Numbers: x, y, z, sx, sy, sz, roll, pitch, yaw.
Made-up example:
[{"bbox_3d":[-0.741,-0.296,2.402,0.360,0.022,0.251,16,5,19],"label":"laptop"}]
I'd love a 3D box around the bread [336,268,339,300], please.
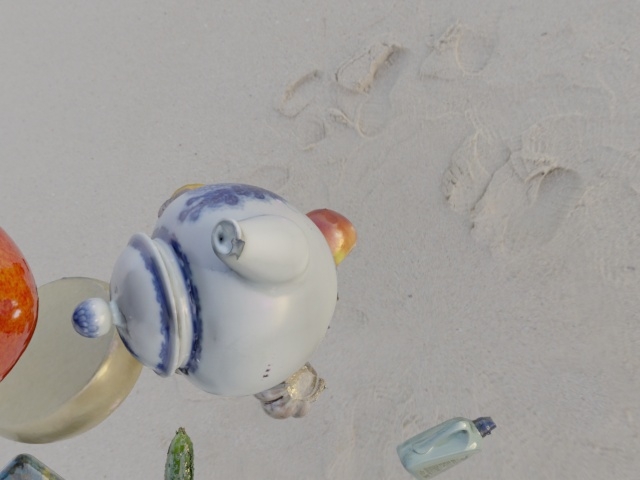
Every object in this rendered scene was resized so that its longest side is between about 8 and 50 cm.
[{"bbox_3d":[-0.055,0.118,1.468,0.247,0.239,0.111,-11,29,-10],"label":"bread"}]

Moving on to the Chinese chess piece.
[{"bbox_3d":[-0.423,0.188,0.701,0.274,0.102,0.273,-6,54,9],"label":"Chinese chess piece"}]

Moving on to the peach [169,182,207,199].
[{"bbox_3d":[-0.448,-0.119,1.532,0.180,0.103,0.179,2,84,-23],"label":"peach"}]

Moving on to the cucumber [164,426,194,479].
[{"bbox_3d":[-0.301,0.512,0.908,0.069,0.069,0.227,3,91,15],"label":"cucumber"}]

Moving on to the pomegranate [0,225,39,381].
[{"bbox_3d":[-0.365,0.054,0.328,0.221,0.256,0.220,0,93,2],"label":"pomegranate"}]

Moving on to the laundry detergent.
[{"bbox_3d":[0.380,0.591,1.250,0.281,0.215,0.105,-33,43,10],"label":"laundry detergent"}]

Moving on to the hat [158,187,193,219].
[{"bbox_3d":[-0.192,-0.033,0.604,0.087,0.058,0.042,-42,44,29],"label":"hat"}]

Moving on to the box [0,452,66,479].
[{"bbox_3d":[-0.403,0.469,0.654,0.285,0.044,0.142,41,53,-7],"label":"box"}]

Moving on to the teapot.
[{"bbox_3d":[-0.132,0.062,0.500,0.424,0.280,0.252,-35,70,51],"label":"teapot"}]

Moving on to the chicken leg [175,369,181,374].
[{"bbox_3d":[-0.241,0.201,0.809,0.103,0.228,0.088,1,82,-8],"label":"chicken leg"}]

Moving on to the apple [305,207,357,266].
[{"bbox_3d":[0.000,0.000,0.977,0.139,0.163,0.163,41,89,5],"label":"apple"}]

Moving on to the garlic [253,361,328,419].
[{"bbox_3d":[-0.083,0.283,0.873,0.194,0.131,0.127,16,80,59],"label":"garlic"}]
